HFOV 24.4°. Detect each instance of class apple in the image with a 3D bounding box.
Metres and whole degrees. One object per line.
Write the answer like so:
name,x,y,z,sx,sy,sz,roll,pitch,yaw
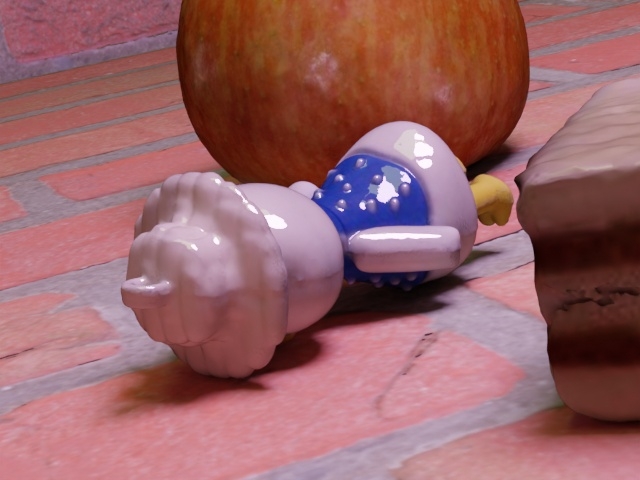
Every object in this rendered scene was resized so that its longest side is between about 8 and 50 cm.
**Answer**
apple,0.025,-0.168,1.207,0.277,0.250,0.309,-8,12,12

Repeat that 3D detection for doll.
doll,0.000,0.000,0.870,0.138,0.119,0.293,23,27,37

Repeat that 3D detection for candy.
candy,0.266,-0.011,0.668,0.321,0.135,0.179,-7,15,21
